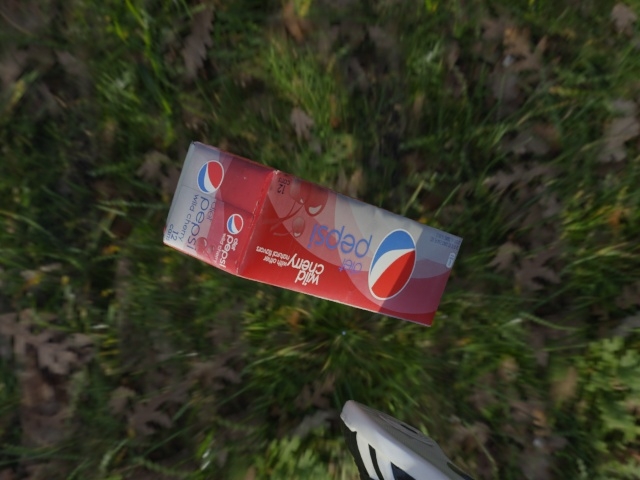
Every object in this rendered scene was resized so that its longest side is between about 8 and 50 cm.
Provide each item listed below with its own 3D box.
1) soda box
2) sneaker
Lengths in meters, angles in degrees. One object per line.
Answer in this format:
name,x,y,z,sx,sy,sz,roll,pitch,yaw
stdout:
soda box,0.000,0.000,1.158,0.092,0.263,0.083,22,93,39
sneaker,0.053,0.212,1.123,0.079,0.217,0.121,24,95,-31
